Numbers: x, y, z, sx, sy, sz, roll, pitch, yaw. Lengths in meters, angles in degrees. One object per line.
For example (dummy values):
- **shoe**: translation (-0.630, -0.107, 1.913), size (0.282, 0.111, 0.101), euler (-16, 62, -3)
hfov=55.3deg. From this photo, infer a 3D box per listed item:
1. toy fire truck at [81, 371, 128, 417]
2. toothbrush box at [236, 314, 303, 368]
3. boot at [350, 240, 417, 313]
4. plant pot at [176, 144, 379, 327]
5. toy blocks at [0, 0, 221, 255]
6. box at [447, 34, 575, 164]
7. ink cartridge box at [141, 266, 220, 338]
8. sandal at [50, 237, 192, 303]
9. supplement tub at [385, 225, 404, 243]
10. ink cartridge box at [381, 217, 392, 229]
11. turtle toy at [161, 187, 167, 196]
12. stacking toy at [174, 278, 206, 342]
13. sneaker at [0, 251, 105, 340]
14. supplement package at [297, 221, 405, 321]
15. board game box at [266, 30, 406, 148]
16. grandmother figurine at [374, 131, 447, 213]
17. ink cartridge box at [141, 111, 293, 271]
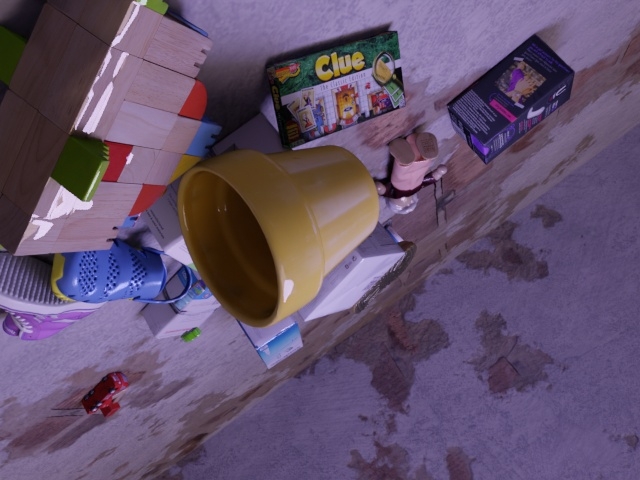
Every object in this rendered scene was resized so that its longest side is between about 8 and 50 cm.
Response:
- **toy fire truck**: translation (-0.583, 0.430, 1.699), size (0.192, 0.047, 0.135), euler (-43, 161, 19)
- **toothbrush box**: translation (-0.158, 0.199, 1.624), size (0.126, 0.216, 0.295), euler (-32, 161, -11)
- **boot**: translation (0.063, 0.015, 1.492), size (0.236, 0.269, 0.089), euler (-41, 154, -15)
- **plant pot**: translation (-0.050, -0.033, 0.925), size (0.239, 0.254, 0.254), euler (-29, 161, -35)
- **toy blocks**: translation (-0.233, -0.134, 0.727), size (0.381, 0.190, 0.261), euler (-59, 163, 14)
- **box**: translation (0.472, -0.345, 1.522), size (0.270, 0.143, 0.165), euler (-39, 161, 7)
- **ink cartridge box**: translation (-0.300, 0.135, 1.425), size (0.190, 0.082, 0.139), euler (-42, 160, 22)
- **sandal**: translation (-0.327, 0.052, 1.049), size (0.317, 0.138, 0.126), euler (12, 86, -73)
- **supplement tub**: translation (0.164, 0.021, 1.592), size (0.107, 0.071, 0.071), euler (-43, 161, 6)
- **ink cartridge box**: translation (0.056, 0.024, 1.712), size (0.272, 0.130, 0.309), euler (-35, 162, -9)
- **turtle toy**: translation (-0.270, -0.101, 0.923), size (0.130, 0.066, 0.095), euler (-53, 179, 39)
- **stacking toy**: translation (-0.261, 0.098, 1.294), size (0.221, 0.167, 0.052), euler (-37, -166, 12)
- **sneaker**: translation (-0.491, 0.113, 1.011), size (0.161, 0.102, 0.282), euler (-33, 160, 8)
- **supplement package**: translation (0.000, 0.000, 1.328), size (0.199, 0.263, 0.198), euler (-48, 158, 25)
- **board game box**: translation (0.035, -0.257, 1.025), size (0.259, 0.030, 0.136), euler (-26, 116, -28)
- **grandmother figurine**: translation (0.234, -0.167, 1.629), size (0.207, 0.104, 0.342), euler (-5, 160, -4)
- **ink cartridge box**: translation (-0.160, -0.075, 1.106), size (0.273, 0.115, 0.198), euler (-36, 162, -1)
